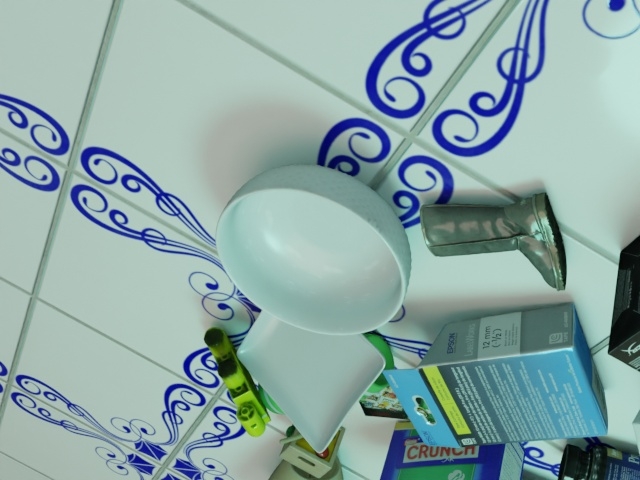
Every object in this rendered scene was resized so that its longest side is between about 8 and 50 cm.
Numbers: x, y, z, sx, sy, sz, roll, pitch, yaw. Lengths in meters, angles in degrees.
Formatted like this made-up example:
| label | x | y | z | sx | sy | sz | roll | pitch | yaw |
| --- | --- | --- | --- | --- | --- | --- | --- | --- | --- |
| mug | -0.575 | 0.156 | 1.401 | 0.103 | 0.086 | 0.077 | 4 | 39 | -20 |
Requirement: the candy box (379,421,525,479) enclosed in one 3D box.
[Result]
| label | x | y | z | sx | sy | sz | roll | pitch | yaw |
| --- | --- | --- | --- | --- | --- | --- | --- | --- | --- |
| candy box | 0.256 | 0.530 | 1.691 | 0.268 | 0.317 | 0.122 | -10 | 126 | 31 |

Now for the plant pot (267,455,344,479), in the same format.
| label | x | y | z | sx | sy | sz | roll | pitch | yaw |
| --- | --- | --- | --- | --- | --- | --- | --- | --- | --- |
| plant pot | -0.041 | 0.638 | 2.021 | 0.256 | 0.256 | 0.274 | 18 | 122 | 8 |

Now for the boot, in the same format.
| label | x | y | z | sx | sy | sz | roll | pitch | yaw |
| --- | --- | --- | --- | --- | --- | --- | --- | --- | --- |
| boot | 0.281 | 0.010 | 1.336 | 0.208 | 0.076 | 0.190 | -12 | 112 | 26 |

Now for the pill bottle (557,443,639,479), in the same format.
| label | x | y | z | sx | sy | sz | roll | pitch | yaw |
| --- | --- | --- | --- | --- | --- | --- | --- | --- | --- |
| pill bottle | 0.587 | 0.477 | 1.627 | 0.219 | 0.123 | 0.123 | 14 | 137 | 12 |

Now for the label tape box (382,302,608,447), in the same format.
| label | x | y | z | sx | sy | sz | roll | pitch | yaw |
| --- | --- | --- | --- | --- | --- | --- | --- | --- | --- |
| label tape box | 0.322 | 0.259 | 1.515 | 0.347 | 0.115 | 0.249 | -11 | 128 | 26 |

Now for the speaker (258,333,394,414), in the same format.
| label | x | y | z | sx | sy | sz | roll | pitch | yaw |
| --- | --- | --- | --- | --- | --- | --- | --- | --- | --- |
| speaker | 0.007 | 0.280 | 1.700 | 0.296 | 0.131 | 0.131 | -24 | 120 | 40 |

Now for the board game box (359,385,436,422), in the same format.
| label | x | y | z | sx | sy | sz | roll | pitch | yaw |
| --- | --- | --- | --- | --- | --- | --- | --- | --- | --- |
| board game box | 0.198 | 0.331 | 1.733 | 0.259 | 0.030 | 0.136 | 0 | 130 | 25 |

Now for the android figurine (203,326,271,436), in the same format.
| label | x | y | z | sx | sy | sz | roll | pitch | yaw |
| --- | --- | --- | --- | --- | --- | --- | --- | --- | --- |
| android figurine | -0.176 | 0.302 | 1.757 | 0.056 | 0.248 | 0.273 | -26 | 144 | -6 |

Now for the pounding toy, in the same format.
| label | x | y | z | sx | sy | sz | roll | pitch | yaw |
| --- | --- | --- | --- | --- | --- | --- | --- | --- | --- |
| pounding toy | -0.029 | 0.460 | 1.894 | 0.141 | 0.130 | 0.100 | 30 | 138 | -6 |

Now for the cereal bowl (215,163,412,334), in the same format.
| label | x | y | z | sx | sy | sz | roll | pitch | yaw |
| --- | --- | --- | --- | --- | --- | --- | --- | --- | --- |
| cereal bowl | 0.000 | 0.000 | 1.408 | 0.338 | 0.141 | 0.339 | 14 | 137 | 13 |

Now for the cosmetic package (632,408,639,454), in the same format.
| label | x | y | z | sx | sy | sz | roll | pitch | yaw |
| --- | --- | --- | --- | --- | --- | --- | --- | --- | --- |
| cosmetic package | 0.658 | 0.437 | 1.389 | 0.155 | 0.197 | 0.366 | -13 | 94 | 35 |

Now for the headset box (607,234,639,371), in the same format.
| label | x | y | z | sx | sy | sz | roll | pitch | yaw |
| --- | --- | --- | --- | --- | --- | --- | --- | --- | --- |
| headset box | 0.584 | 0.131 | 1.208 | 0.293 | 0.218 | 0.110 | 29 | 139 | -5 |

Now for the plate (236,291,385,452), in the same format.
| label | x | y | z | sx | sy | sz | roll | pitch | yaw |
| --- | --- | --- | --- | --- | --- | --- | --- | --- | --- |
| plate | -0.017 | 0.223 | 1.597 | 0.277 | 0.045 | 0.278 | 46 | 124 | 24 |
